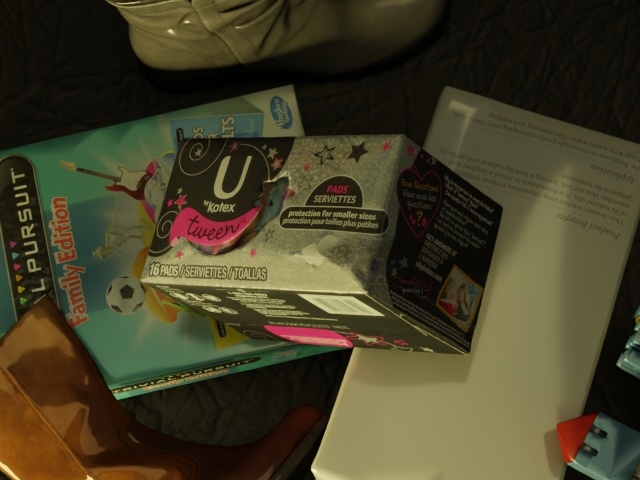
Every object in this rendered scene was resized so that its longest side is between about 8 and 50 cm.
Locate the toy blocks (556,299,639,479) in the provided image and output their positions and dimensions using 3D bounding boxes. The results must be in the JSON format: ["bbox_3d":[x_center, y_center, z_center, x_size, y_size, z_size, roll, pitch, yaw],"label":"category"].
[{"bbox_3d":[0.370,0.115,1.352,0.261,0.191,0.381,28,83,5],"label":"toy blocks"}]

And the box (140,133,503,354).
[{"bbox_3d":[0.000,0.000,1.346,0.247,0.163,0.142,1,69,39],"label":"box"}]

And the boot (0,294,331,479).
[{"bbox_3d":[-0.165,0.162,1.435,0.264,0.096,0.280,-42,77,0],"label":"boot"}]

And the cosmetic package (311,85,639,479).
[{"bbox_3d":[0.152,0.079,1.460,0.217,0.156,0.385,19,77,8],"label":"cosmetic package"}]

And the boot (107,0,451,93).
[{"bbox_3d":[-0.033,-0.235,1.517,0.338,0.223,0.118,-16,74,-2],"label":"boot"}]

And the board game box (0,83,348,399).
[{"bbox_3d":[-0.159,0.013,1.529,0.336,0.079,0.254,-13,74,-1],"label":"board game box"}]
